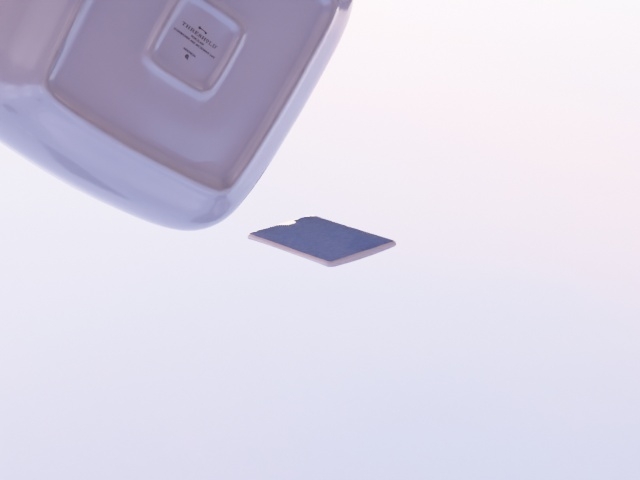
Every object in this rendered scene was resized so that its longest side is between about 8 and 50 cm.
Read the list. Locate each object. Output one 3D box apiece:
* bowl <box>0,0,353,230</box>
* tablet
[{"bbox_3d":[-0.057,-0.078,0.469,0.142,0.142,0.053,31,180,-35],"label":"bowl"},{"bbox_3d":[0.000,0.000,0.749,0.054,0.006,0.083,-18,-156,-36],"label":"tablet"}]
